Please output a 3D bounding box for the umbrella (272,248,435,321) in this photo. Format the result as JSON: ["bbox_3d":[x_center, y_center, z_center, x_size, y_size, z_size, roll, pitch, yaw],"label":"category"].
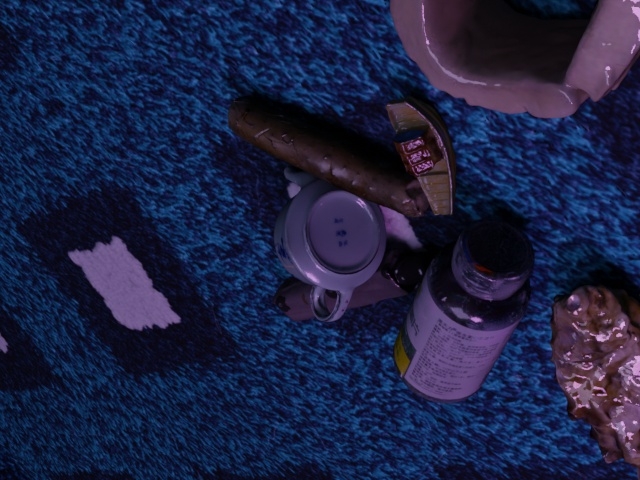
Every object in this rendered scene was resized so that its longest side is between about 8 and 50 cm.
[{"bbox_3d":[0.050,0.065,1.903,0.073,0.067,0.337,32,151,-27],"label":"umbrella"}]

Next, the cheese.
[{"bbox_3d":[0.221,-0.278,1.306,0.292,0.153,0.332,30,144,19],"label":"cheese"}]

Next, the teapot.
[{"bbox_3d":[0.000,0.000,1.820,0.159,0.159,0.232,-13,88,49],"label":"teapot"}]

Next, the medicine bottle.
[{"bbox_3d":[0.196,0.094,1.728,0.141,0.141,0.293,35,144,11],"label":"medicine bottle"}]

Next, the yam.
[{"bbox_3d":[0.010,-0.115,1.754,0.317,0.071,0.067,27,141,24],"label":"yam"}]

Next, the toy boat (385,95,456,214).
[{"bbox_3d":[0.133,-0.109,1.644,0.065,0.066,0.172,0,127,40],"label":"toy boat"}]

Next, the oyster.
[{"bbox_3d":[0.393,0.191,1.662,0.238,0.115,0.351,1,128,43],"label":"oyster"}]
